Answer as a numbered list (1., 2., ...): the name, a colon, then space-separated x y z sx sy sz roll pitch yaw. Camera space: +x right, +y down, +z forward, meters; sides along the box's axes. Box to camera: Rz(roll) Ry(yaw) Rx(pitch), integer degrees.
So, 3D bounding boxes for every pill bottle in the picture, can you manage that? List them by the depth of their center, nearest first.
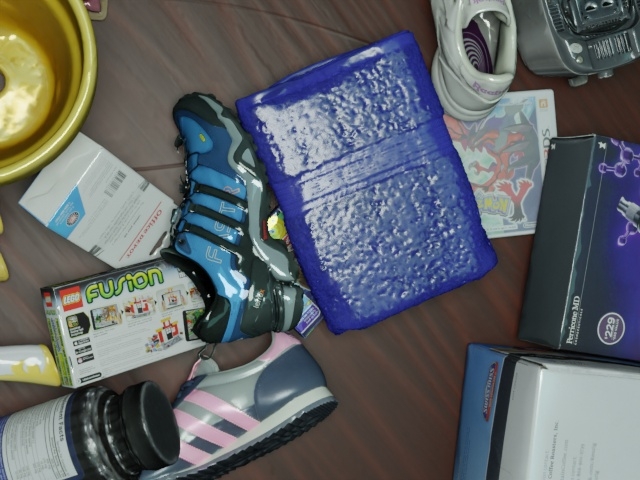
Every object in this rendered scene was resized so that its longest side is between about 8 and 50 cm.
1. pill bottle: -0.269 0.229 1.077 0.219 0.123 0.123 -19 95 9

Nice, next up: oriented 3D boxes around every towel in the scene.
1. towel: 0.057 -0.067 1.184 0.227 0.076 0.308 -22 95 -4

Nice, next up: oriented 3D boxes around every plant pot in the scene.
1. plant pot: -0.360 -0.176 1.046 0.254 0.239 0.254 0 92 -11

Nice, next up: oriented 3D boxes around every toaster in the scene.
1. toaster: 0.302 -0.303 1.221 0.129 0.146 0.227 -18 95 -11

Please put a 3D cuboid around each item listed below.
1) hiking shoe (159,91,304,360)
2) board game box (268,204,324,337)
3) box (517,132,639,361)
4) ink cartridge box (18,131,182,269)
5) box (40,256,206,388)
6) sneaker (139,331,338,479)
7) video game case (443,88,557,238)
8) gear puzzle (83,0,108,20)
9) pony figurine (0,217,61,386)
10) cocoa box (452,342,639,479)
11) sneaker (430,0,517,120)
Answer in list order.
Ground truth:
1. hiking shoe: -0.123 -0.029 1.126 0.132 0.113 0.304 -17 74 -20
2. board game box: 0.000 0.000 1.224 0.201 0.035 0.136 -46 99 -7
3. box: 0.367 0.013 1.251 0.184 0.103 0.261 10 89 -18
4. ink cartridge box: -0.240 -0.035 1.134 0.060 0.180 0.104 31 83 33
5. box: -0.204 0.083 1.138 0.207 0.036 0.114 -15 96 -37
6. sneaker: -0.146 0.214 1.180 0.319 0.112 0.131 -25 69 -6
7. video game case: 0.208 -0.093 1.269 0.201 0.023 0.183 -6 92 -11
8. gear puzzle: -0.403 -0.352 1.123 0.339 0.044 0.175 5 97 -11
9. pony figurine: -0.499 0.077 1.032 0.363 0.303 0.351 -23 104 -25
10. cocoa box: 0.296 0.311 1.189 0.231 0.228 0.347 7 90 -12
11. sneaker: 0.185 -0.304 1.191 0.114 0.152 0.305 -9 85 -9
